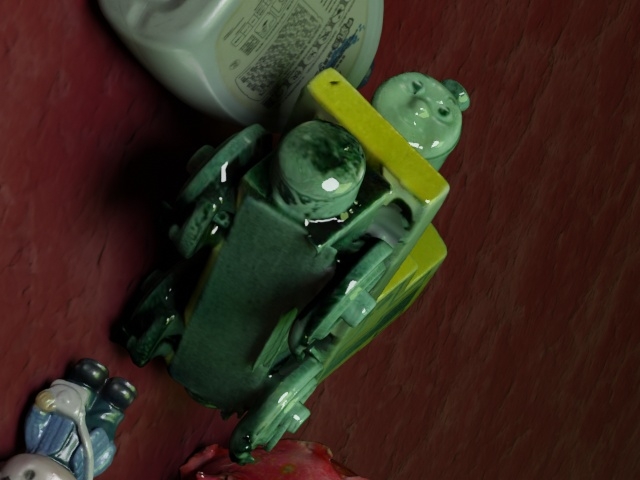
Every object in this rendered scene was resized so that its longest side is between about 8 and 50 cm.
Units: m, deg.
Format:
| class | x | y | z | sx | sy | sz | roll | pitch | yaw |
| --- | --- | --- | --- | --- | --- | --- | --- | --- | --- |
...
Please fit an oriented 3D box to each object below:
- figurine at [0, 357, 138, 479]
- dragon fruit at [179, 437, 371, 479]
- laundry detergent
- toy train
| class | x | y | z | sx | sy | sz | roll | pitch | yaw |
| --- | --- | --- | --- | --- | --- | --- | --- | --- | --- |
| figurine | -0.183 | 0.151 | 1.225 | 0.087 | 0.086 | 0.149 | -32 | -153 | 55 |
| dragon fruit | -0.031 | 0.251 | 1.459 | 0.205 | 0.210 | 0.268 | -33 | 171 | 34 |
| laundry detergent | -0.018 | -0.172 | 1.205 | 0.215 | 0.105 | 0.280 | -63 | 154 | 0 |
| toy train | 0.000 | 0.000 | 1.233 | 0.237 | 0.150 | 0.369 | -40 | 171 | -27 |
